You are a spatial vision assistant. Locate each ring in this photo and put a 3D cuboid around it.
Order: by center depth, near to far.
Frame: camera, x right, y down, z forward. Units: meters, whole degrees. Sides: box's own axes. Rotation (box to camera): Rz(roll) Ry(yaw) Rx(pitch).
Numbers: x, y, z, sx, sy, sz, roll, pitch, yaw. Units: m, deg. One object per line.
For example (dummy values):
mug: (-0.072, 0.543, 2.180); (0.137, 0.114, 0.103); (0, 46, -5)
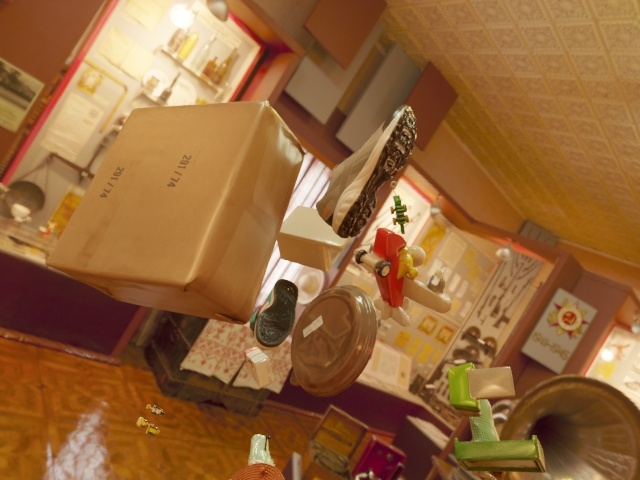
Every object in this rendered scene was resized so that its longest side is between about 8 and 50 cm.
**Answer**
ring: (-0.256, 0.910, 1.535); (0.032, 0.336, 0.336); (55, -12, -29)

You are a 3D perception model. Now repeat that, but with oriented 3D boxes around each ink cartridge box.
ink cartridge box: (-0.225, 0.456, 1.662); (0.056, 0.099, 0.135); (-16, 11, -25)

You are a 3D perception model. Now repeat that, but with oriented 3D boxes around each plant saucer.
plant saucer: (0.019, 0.231, 1.106); (0.041, 0.278, 0.278); (31, 0, -34)

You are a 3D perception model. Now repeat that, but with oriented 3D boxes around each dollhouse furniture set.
dollhouse furniture set: (0.396, 0.411, 0.995); (0.151, 0.198, 0.301); (-14, -43, 24)

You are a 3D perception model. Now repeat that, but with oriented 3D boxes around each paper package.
paper package: (-0.225, -0.055, 0.766); (0.309, 0.325, 0.168); (5, -25, 25)

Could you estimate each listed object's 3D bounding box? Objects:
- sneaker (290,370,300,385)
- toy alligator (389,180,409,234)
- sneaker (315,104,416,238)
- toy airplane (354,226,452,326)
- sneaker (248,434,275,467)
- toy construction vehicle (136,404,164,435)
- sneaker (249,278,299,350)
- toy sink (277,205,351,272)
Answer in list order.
sneaker: (-0.020, 0.396, 1.464); (0.066, 0.188, 0.071); (-9, -55, 50)
toy alligator: (0.267, -0.115, 1.570); (0.056, 0.190, 0.051); (-10, -5, 3)
sneaker: (0.082, -0.141, 0.867); (0.108, 0.272, 0.100); (39, 8, 33)
toy airplane: (0.309, 0.135, 1.781); (0.386, 0.272, 0.384); (51, -21, 5)
sneaker: (-0.226, 0.901, 1.906); (0.151, 0.094, 0.256); (-90, 169, -45)
toy construction vehicle: (-0.563, 0.601, 1.540); (0.098, 0.086, 0.035); (3, -27, 31)
sneaker: (-0.157, 0.264, 1.403); (0.123, 0.178, 0.295); (25, 30, -3)
toy sink: (0.000, 0.000, 1.462); (0.234, 0.153, 0.131); (13, -47, 24)
